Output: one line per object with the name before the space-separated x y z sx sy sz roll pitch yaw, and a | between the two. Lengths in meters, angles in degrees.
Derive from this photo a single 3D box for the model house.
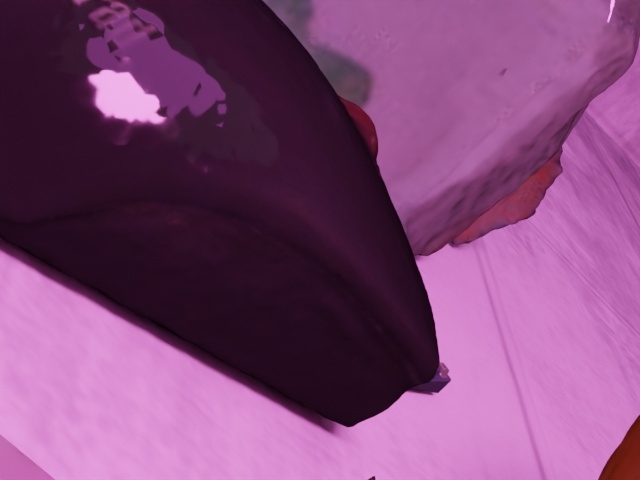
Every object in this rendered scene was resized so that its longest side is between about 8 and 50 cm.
model house | 0.084 -0.133 1.177 0.267 0.194 0.325 53 11 20

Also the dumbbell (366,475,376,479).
dumbbell | 0.058 0.134 0.593 0.147 0.069 0.069 51 14 14

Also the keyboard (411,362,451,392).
keyboard | -0.001 0.001 0.901 0.176 0.014 0.055 53 17 21

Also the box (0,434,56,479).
box | -0.077 0.085 0.348 0.130 0.051 0.129 44 14 -20

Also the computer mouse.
computer mouse | -0.051 -0.047 0.692 0.269 0.100 0.170 34 22 -46

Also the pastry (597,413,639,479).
pastry | 0.283 0.190 0.708 0.409 0.245 0.409 36 14 -10
